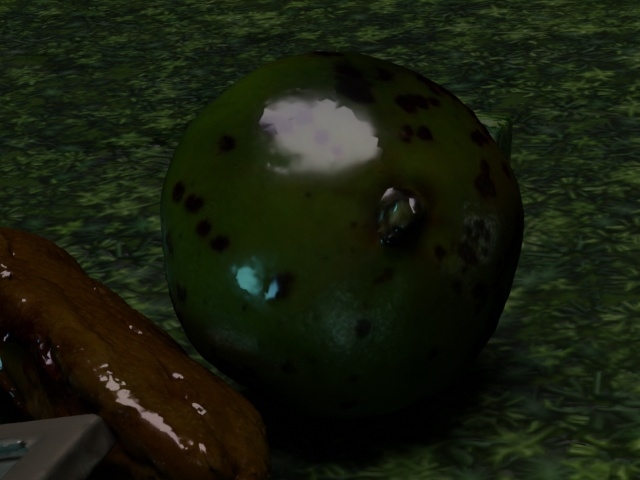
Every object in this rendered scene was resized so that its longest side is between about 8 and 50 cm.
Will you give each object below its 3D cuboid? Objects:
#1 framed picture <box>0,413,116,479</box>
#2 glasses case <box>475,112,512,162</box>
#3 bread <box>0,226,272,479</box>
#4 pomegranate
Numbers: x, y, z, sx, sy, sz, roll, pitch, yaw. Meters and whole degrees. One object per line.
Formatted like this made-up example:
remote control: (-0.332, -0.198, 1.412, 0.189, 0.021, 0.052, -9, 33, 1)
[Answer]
framed picture: (-0.311, 0.193, 0.516, 0.326, 0.028, 0.446, -10, 19, 22)
glasses case: (0.064, -0.029, 1.029, 0.095, 0.062, 0.272, 10, 26, 19)
bread: (-0.117, 0.081, 0.753, 0.124, 0.084, 0.344, 20, 7, -41)
pomegranate: (0.000, 0.000, 0.807, 0.211, 0.211, 0.263, -16, 1, -25)
